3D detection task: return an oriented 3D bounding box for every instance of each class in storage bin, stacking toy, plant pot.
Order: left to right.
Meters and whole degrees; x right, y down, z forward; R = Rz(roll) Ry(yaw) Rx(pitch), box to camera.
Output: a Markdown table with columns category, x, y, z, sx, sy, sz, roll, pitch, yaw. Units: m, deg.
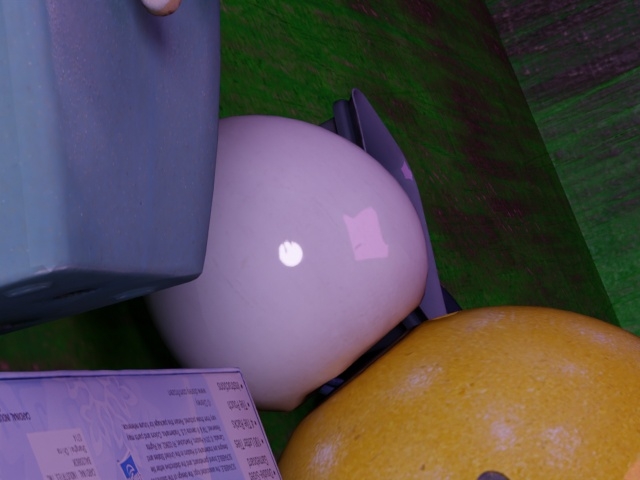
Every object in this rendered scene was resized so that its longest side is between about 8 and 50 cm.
| category | x | y | z | sx | sy | sz | roll | pitch | yaw |
| --- | --- | --- | --- | --- | --- | --- | --- | --- | --- |
| plant pot | -0.121 | -0.089 | 0.482 | 0.165 | 0.165 | 0.234 | 5 | 70 | -74 |
| storage bin | 0.000 | 0.000 | 0.912 | 0.098 | 0.091 | 0.135 | 52 | 19 | -45 |
| stacking toy | 0.085 | 0.152 | 0.723 | 0.480 | 0.350 | 0.350 | 49 | 14 | 3 |

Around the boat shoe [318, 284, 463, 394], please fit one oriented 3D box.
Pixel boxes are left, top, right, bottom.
| category | x | y | z | sx | sy | sz | roll | pitch | yaw |
| --- | --- | --- | --- | --- | --- | --- | --- | --- | --- |
| boat shoe | 0.055 | 0.112 | 0.914 | 0.089 | 0.109 | 0.258 | 45 | 23 | -48 |

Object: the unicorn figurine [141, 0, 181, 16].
| category | x | y | z | sx | sy | sz | roll | pitch | yaw |
| --- | --- | --- | --- | --- | --- | --- | --- | --- | --- |
| unicorn figurine | -0.029 | -0.117 | 0.450 | 0.162 | 0.060 | 0.111 | -106 | -177 | -81 |

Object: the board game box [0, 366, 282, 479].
| category | x | y | z | sx | sy | sz | roll | pitch | yaw |
| --- | --- | --- | --- | --- | --- | --- | --- | --- | --- |
| board game box | -0.044 | 0.193 | 0.493 | 0.318 | 0.066 | 0.318 | 69 | 14 | 10 |
